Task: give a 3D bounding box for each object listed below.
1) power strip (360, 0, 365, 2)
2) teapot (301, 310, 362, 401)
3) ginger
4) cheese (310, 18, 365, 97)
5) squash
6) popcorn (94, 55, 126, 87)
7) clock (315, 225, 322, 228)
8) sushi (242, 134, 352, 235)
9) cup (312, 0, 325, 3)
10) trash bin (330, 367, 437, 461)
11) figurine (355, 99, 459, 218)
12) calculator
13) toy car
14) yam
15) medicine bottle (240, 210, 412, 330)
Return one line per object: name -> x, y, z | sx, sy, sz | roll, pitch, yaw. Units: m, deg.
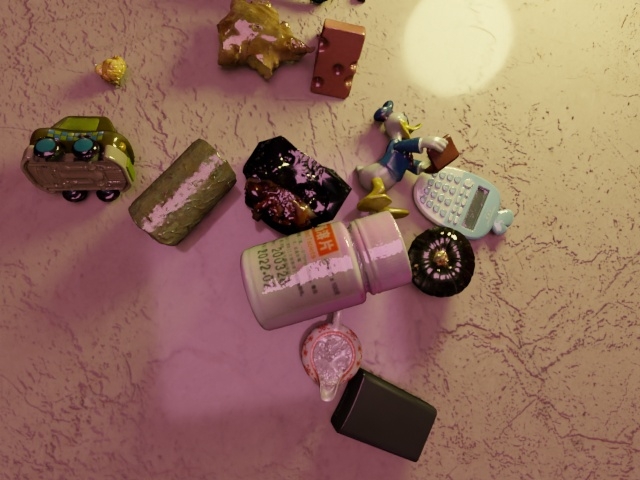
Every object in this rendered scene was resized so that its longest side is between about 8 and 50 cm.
power strip -> 0.134, -0.776, 1.334 | 0.030, 0.038, 0.111 | 11, 82, -4
teapot -> 0.031, 0.287, 1.172 | 0.160, 0.116, 0.245 | 1, 86, 6
ginger -> -0.154, -0.563, 1.241 | 0.271, 0.123, 0.218 | 6, 86, -15
cheese -> 0.047, -0.532, 1.227 | 0.128, 0.177, 0.202 | 11, 83, -5
squash -> 0.329, 0.057, 1.209 | 0.194, 0.155, 0.193 | 2, 59, -4
popcorn -> -0.562, -0.455, 1.211 | 0.084, 0.084, 0.084 | 1, 84, -6
clock -> 0.000, 0.000, 1.245 | 0.085, 0.017, 0.085 | 1, 83, -6
sushi -> -0.092, -0.127, 1.171 | 0.227, 0.215, 0.212 | 34, 86, -22
cup -> -0.051, -0.876, 1.251 | 0.242, 0.308, 0.292 | 33, 81, 31
trash bin -> 0.168, 0.459, 1.171 | 0.226, 0.115, 0.165 | 26, 81, -7
figurine -> 0.223, -0.251, 1.215 | 0.284, 0.204, 0.337 | -14, 70, 18
calculator -> 0.415, -0.106, 1.290 | 0.303, 0.042, 0.188 | 26, 81, -2
toy car -> -0.608, -0.230, 1.139 | 0.248, 0.204, 0.198 | -2, 61, -8
yam -> -0.352, -0.121, 1.150 | 0.161, 0.161, 0.268 | 41, 83, -1
medicine bottle -> 0.014, 0.072, 1.113 | 0.389, 0.219, 0.219 | -17, 86, 2
